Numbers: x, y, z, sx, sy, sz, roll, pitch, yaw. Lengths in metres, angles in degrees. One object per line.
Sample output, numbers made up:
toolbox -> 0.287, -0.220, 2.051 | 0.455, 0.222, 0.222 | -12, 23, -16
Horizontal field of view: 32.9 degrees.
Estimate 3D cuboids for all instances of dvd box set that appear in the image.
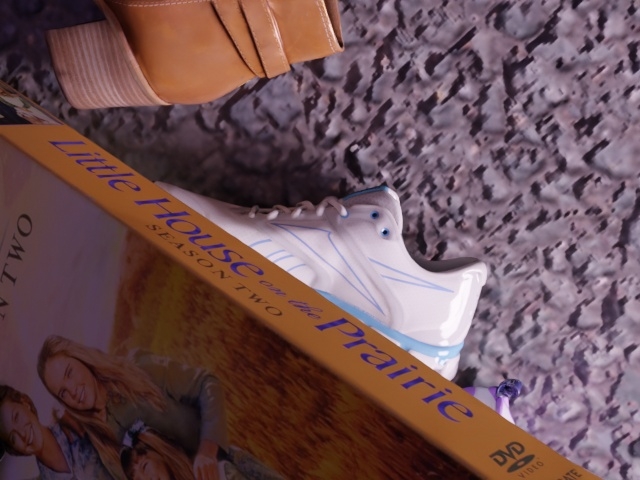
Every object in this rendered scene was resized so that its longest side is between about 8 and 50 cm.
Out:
dvd box set -> -0.108, 0.130, 0.540 | 0.420, 0.062, 0.307 | 33, 112, 27

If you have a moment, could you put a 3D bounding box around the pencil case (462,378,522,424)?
pencil case -> 0.012, 0.130, 0.591 | 0.206, 0.088, 0.086 | -9, 101, 15

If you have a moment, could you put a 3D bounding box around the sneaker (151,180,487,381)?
sneaker -> 0.000, 0.000, 0.574 | 0.191, 0.071, 0.082 | 24, 103, -5

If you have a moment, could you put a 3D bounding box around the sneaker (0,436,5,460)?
sneaker -> -0.170, 0.111, 0.523 | 0.037, 0.032, 0.083 | -4, 93, 34

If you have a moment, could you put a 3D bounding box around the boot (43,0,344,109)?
boot -> -0.076, -0.165, 0.536 | 0.153, 0.073, 0.197 | -9, 116, 15
